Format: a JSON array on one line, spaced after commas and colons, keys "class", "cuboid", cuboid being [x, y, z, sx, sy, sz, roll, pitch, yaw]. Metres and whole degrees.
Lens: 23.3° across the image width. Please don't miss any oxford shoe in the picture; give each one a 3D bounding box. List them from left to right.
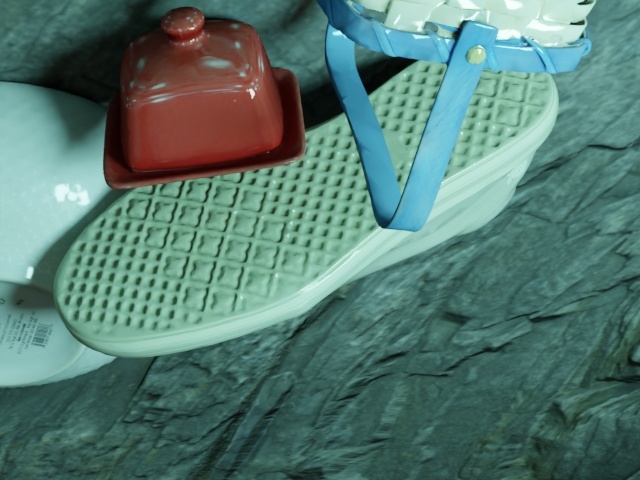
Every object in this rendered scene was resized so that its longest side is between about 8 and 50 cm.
[{"class": "oxford shoe", "cuboid": [-0.003, -0.020, 1.290, 0.449, 0.169, 0.130, -27, 156, -10]}]

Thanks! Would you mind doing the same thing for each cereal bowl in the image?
[{"class": "cereal bowl", "cuboid": [-0.283, 0.025, 1.367, 0.339, 0.141, 0.339, -3, 139, -2]}]

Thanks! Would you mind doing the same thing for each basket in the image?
[{"class": "basket", "cuboid": [0.070, -0.185, 1.056, 0.201, 0.254, 0.289, 3, 127, -17]}]

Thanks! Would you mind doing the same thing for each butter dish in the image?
[{"class": "butter dish", "cuboid": [-0.099, -0.127, 1.221, 0.160, 0.160, 0.118, -9, 124, 0]}]
